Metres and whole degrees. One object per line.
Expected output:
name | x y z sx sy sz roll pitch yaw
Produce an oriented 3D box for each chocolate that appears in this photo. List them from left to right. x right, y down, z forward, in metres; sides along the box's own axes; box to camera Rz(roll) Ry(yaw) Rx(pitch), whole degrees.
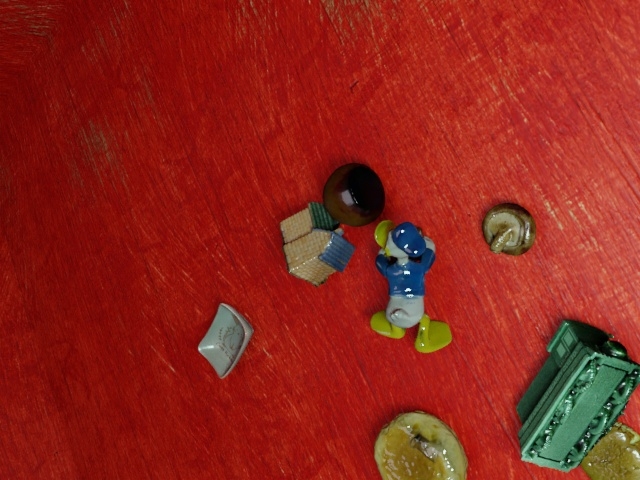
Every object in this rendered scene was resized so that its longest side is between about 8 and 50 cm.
chocolate | 0.083 -0.114 1.676 0.176 0.176 0.177 4 97 38

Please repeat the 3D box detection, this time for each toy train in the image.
toy train | 0.524 0.322 1.344 0.138 0.178 0.331 17 117 -10

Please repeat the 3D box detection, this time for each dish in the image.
dish | -0.291 0.316 2.052 0.151 0.077 0.213 45 119 29

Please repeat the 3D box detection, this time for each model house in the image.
model house | 0.000 0.000 1.754 0.172 0.166 0.183 -30 60 21

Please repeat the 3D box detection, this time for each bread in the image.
bread | 0.256 0.539 1.603 0.244 0.134 0.245 2 94 36
bread | 0.620 0.459 1.344 0.128 0.069 0.140 49 122 24

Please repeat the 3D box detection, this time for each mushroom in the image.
mushroom | 0.424 -0.026 1.442 0.127 0.087 0.127 8 103 37

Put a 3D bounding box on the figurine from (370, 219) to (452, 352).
figurine | 0.219 0.062 1.531 0.204 0.284 0.338 3 141 11
